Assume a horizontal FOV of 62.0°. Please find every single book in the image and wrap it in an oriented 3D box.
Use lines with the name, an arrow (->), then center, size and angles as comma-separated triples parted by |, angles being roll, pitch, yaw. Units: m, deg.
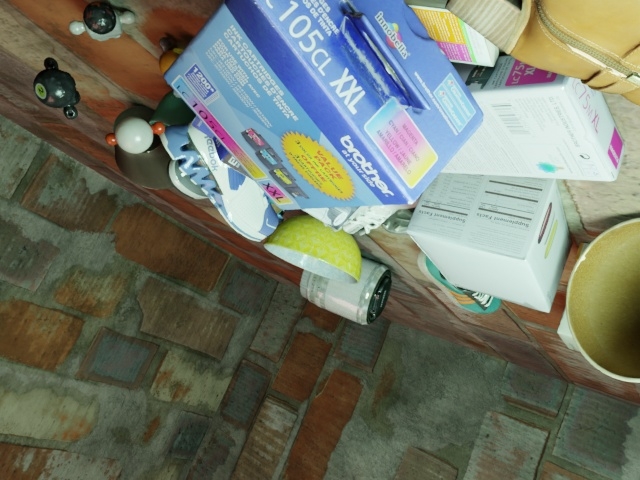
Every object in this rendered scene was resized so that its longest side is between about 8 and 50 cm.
book -> 0.117, -0.235, 0.584 | 0.144, 0.035, 0.096 | 20, 168, 30

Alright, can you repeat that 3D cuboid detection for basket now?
basket -> -0.462, -0.247, 1.412 | 0.204, 0.154, 0.227 | 25, 165, -5

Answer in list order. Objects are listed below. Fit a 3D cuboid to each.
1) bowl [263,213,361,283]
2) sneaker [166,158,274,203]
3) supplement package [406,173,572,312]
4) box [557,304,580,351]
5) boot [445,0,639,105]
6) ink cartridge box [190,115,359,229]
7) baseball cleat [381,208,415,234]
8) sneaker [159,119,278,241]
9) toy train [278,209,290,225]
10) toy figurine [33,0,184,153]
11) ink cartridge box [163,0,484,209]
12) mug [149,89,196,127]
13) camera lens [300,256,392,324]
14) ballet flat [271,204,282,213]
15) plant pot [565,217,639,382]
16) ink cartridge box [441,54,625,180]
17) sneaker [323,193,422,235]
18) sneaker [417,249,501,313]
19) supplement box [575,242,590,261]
bowl -> 0.000, 0.000, 1.518 | 0.289, 0.156, 0.289 | 21, 168, 5
sneaker -> -0.181, -0.143, 1.211 | 0.178, 0.124, 0.295 | -12, 166, 37
supplement package -> 0.307, -0.003, 0.938 | 0.204, 0.145, 0.262 | 16, 166, 36
box -> 0.657, 0.195, 1.143 | 0.232, 0.127, 0.148 | 14, 165, 40
boot -> 0.230, -0.186, 0.376 | 0.220, 0.109, 0.283 | 27, 170, -4
ink cartridge box -> -0.050, -0.160, 0.941 | 0.332, 0.165, 0.065 | 29, -148, -22
baseball cleat -> 0.222, -0.030, 1.171 | 0.109, 0.072, 0.206 | 26, 174, -39
sneaker -> -0.145, -0.144, 1.054 | 0.315, 0.182, 0.127 | 50, -168, -42
toy train -> -0.139, -0.105, 1.560 | 0.105, 0.080, 0.184 | 35, 169, -4
toy figurine -> -0.338, -0.271, 0.891 | 0.213, 0.209, 0.148 | 33, -177, -20
ink cartridge box -> -0.004, -0.179, 0.625 | 0.270, 0.151, 0.395 | 48, 159, -20
mug -> -0.289, -0.258, 1.128 | 0.157, 0.097, 0.129 | 17, 166, 36
camera lens -> 0.095, 0.154, 1.854 | 0.274, 0.219, 0.219 | 20, 167, 21
ballet flat -> -0.244, -0.158, 1.408 | 0.342, 0.124, 0.116 | 27, 168, -10
plant pot -> 0.560, 0.107, 0.809 | 0.254, 0.237, 0.237 | 13, 173, -22
ink cartridge box -> 0.202, -0.153, 0.695 | 0.311, 0.065, 0.186 | 8, 160, 46
sneaker -> 0.109, -0.069, 1.085 | 0.111, 0.129, 0.297 | 32, 165, -22
sneaker -> 0.385, 0.114, 1.375 | 0.302, 0.108, 0.121 | 33, 170, -28
supplement box -> 0.520, 0.040, 0.961 | 0.098, 0.036, 0.062 | 15, 165, 38
